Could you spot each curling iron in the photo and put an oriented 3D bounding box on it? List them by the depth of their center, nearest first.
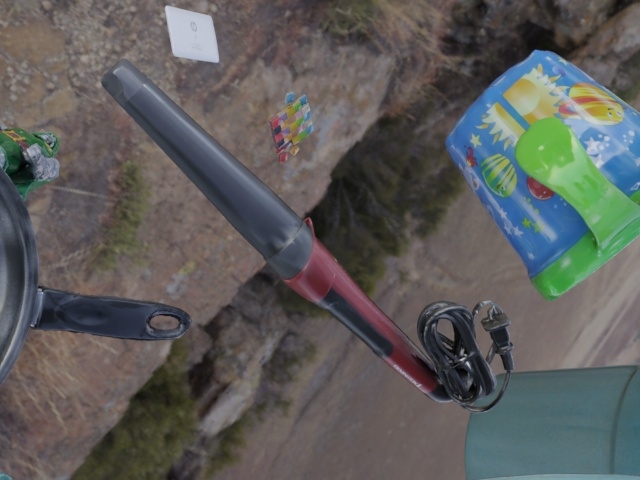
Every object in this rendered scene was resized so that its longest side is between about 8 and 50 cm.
[{"bbox_3d":[0.000,0.000,0.415,0.068,0.274,0.035,-48,-167,13],"label":"curling iron"}]

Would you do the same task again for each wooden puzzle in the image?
[{"bbox_3d":[-0.030,-0.119,0.811,0.049,0.006,0.083,-39,147,-19],"label":"wooden puzzle"}]

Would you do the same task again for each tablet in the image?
[{"bbox_3d":[-0.140,-0.225,0.855,0.083,0.006,0.054,-14,95,-63],"label":"tablet"}]

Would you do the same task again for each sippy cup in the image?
[{"bbox_3d":[0.274,-0.088,0.896,0.240,0.224,0.305,-38,170,-19],"label":"sippy cup"}]

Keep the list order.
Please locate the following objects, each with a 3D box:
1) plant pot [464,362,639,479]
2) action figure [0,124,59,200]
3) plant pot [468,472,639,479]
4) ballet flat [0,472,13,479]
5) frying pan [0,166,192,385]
[{"bbox_3d":[0.420,0.330,1.164,0.341,0.334,0.341,8,79,-46],"label":"plant pot"},{"bbox_3d":[-0.279,-0.075,0.656,0.063,0.137,0.232,-54,-179,9],"label":"action figure"},{"bbox_3d":[0.096,0.210,0.307,0.293,0.292,0.196,78,10,-56],"label":"plant pot"},{"bbox_3d":[-0.240,0.213,0.308,0.147,0.147,0.409,-57,-174,3],"label":"ballet flat"},{"bbox_3d":[-0.210,0.013,0.478,0.326,0.053,0.197,-24,117,-55],"label":"frying pan"}]
